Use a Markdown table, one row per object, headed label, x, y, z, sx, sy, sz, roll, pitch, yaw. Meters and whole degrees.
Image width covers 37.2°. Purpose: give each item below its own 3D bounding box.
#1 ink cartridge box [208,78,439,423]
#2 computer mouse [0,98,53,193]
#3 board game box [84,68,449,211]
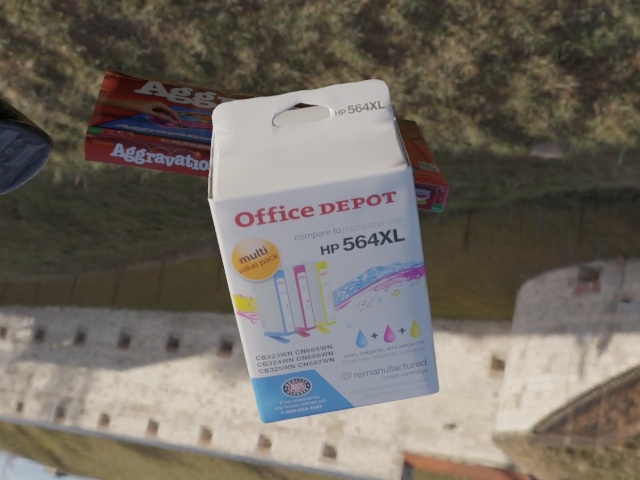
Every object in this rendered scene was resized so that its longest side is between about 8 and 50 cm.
| label | x | y | z | sx | sy | sz | roll | pitch | yaw |
| --- | --- | --- | --- | --- | --- | --- | --- | --- | --- |
| ink cartridge box | 0.000 | 0.000 | 0.465 | 0.092 | 0.143 | 0.090 | -10 | -151 | 1 |
| computer mouse | -0.298 | -0.118 | 0.727 | 0.184 | 0.060 | 0.262 | -40 | 156 | 24 |
| board game box | -0.044 | -0.085 | 0.789 | 0.281 | 0.027 | 0.145 | 8 | -154 | -11 |
